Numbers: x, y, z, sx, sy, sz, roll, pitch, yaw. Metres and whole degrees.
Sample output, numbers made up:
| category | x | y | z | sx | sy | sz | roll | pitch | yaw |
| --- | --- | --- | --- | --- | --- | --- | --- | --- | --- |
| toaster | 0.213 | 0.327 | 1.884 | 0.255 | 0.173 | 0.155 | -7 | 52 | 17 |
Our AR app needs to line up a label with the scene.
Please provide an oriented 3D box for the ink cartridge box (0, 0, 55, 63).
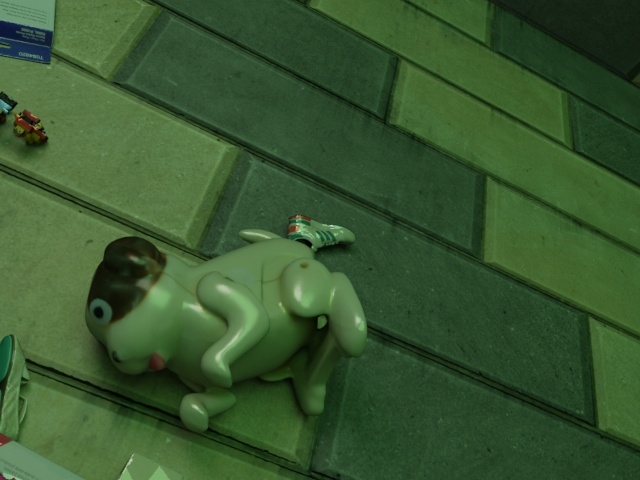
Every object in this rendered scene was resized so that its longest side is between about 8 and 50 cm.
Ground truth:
| category | x | y | z | sx | sy | sz | roll | pitch | yaw |
| --- | --- | --- | --- | --- | --- | --- | --- | --- | --- |
| ink cartridge box | -0.694 | -0.495 | 1.352 | 0.223 | 0.045 | 0.224 | 4 | 56 | -26 |

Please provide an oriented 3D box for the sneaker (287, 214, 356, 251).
| category | x | y | z | sx | sy | sz | roll | pitch | yaw |
| --- | --- | --- | --- | --- | --- | --- | --- | --- | --- |
| sneaker | 0.000 | 0.000 | 1.380 | 0.161 | 0.057 | 0.075 | 17 | 68 | -19 |

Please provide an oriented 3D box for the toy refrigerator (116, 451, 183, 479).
| category | x | y | z | sx | sy | sz | roll | pitch | yaw |
| --- | --- | --- | --- | --- | --- | --- | --- | --- | --- |
| toy refrigerator | -0.297 | 0.442 | 0.857 | 0.094 | 0.102 | 0.270 | 29 | 49 | -8 |

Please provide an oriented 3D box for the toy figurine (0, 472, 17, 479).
| category | x | y | z | sx | sy | sz | roll | pitch | yaw |
| --- | --- | --- | --- | --- | --- | --- | --- | --- | --- |
| toy figurine | -0.416 | 0.309 | 0.679 | 0.159 | 0.130 | 0.173 | 14 | 71 | -31 |

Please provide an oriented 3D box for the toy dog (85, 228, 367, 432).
| category | x | y | z | sx | sy | sz | roll | pitch | yaw |
| --- | --- | --- | --- | --- | --- | --- | --- | --- | --- |
| toy dog | -0.177 | 0.109 | 1.049 | 0.407 | 0.285 | 0.396 | 3 | 56 | -25 |

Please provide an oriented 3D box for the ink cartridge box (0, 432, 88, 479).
| category | x | y | z | sx | sy | sz | roll | pitch | yaw |
| --- | --- | --- | --- | --- | --- | --- | --- | --- | --- |
| ink cartridge box | -0.489 | 0.420 | 0.726 | 0.279 | 0.160 | 0.385 | 32 | 47 | -5 |

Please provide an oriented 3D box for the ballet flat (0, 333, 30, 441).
| category | x | y | z | sx | sy | sz | roll | pitch | yaw |
| --- | --- | --- | --- | --- | --- | --- | --- | --- | --- |
| ballet flat | -0.475 | 0.228 | 0.957 | 0.052 | 0.057 | 0.168 | 31 | 45 | -44 |

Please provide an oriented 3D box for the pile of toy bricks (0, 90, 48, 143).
| category | x | y | z | sx | sy | sz | roll | pitch | yaw |
| --- | --- | --- | --- | --- | --- | --- | --- | --- | --- |
| pile of toy bricks | -0.633 | -0.236 | 1.174 | 0.212 | 0.118 | 0.105 | 37 | 79 | -12 |
